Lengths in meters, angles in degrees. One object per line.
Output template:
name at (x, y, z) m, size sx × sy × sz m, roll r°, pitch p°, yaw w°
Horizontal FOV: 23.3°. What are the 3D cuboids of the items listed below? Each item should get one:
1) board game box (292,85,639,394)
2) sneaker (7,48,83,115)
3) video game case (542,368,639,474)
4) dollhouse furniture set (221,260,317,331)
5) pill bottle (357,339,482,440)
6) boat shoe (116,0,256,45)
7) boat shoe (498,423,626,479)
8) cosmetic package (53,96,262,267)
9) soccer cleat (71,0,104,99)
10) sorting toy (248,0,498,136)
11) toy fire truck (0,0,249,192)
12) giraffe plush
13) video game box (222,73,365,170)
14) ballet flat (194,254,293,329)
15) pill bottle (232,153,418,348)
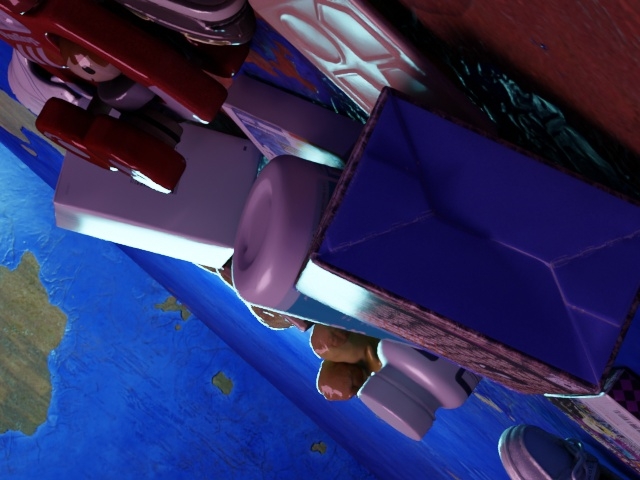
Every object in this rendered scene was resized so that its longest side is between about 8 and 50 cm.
board game box at (0.114, 0.013, 1.234) m, size 0.232 × 0.141 × 0.291 m, roll 25°, pitch 173°, yaw 0°
sneaker at (-0.305, -0.173, 2.068) m, size 0.297 × 0.111 × 0.129 m, roll 35°, pitch 163°, yaw 8°
video game case at (0.373, 0.227, 1.714) m, size 0.232 × 0.042 × 0.210 m, roll 39°, pitch 169°, yaw -4°
dollhouse furniture set at (0.000, 0.000, 1.817) m, size 0.129 × 0.129 × 0.183 m, roll 35°, pitch -154°, yaw 18°
pill bottle at (0.127, 0.114, 1.650) m, size 0.112 × 0.187 × 0.112 m, roll 36°, pitch 169°, yaw 9°
boat shoe at (-0.155, -0.237, 1.386) m, size 0.227 × 0.081 × 0.069 m, roll 29°, pitch 163°, yaw 26°
boat shoe at (0.378, 0.343, 2.045) m, size 0.320 × 0.103 × 0.118 m, roll 40°, pitch -146°, yaw 2°
cosmetic package at (-0.204, -0.065, 1.906) m, size 0.224 × 0.138 × 0.224 m, roll 15°, pitch 173°, yaw -7°
soccer cleat at (-0.303, -0.272, 1.684) m, size 0.331 × 0.116 × 0.143 m, roll 39°, pitch 160°, yaw -33°
sorting toy at (0.042, -0.150, 1.258) m, size 0.208 × 0.038 × 0.193 m, roll 46°, pitch 167°, yaw -17°
toy fire truck at (-0.232, -0.187, 1.504) m, size 0.254 × 0.169 × 0.302 m, roll 32°, pitch 173°, yaw -33°
giraffe plush at (0.105, 0.140, 1.955) m, size 0.170 × 0.181 × 0.210 m, roll 8°, pitch 145°, yaw 25°
video game box at (0.012, -0.078, 1.603) m, size 0.205 × 0.048 × 0.187 m, roll 27°, pitch 167°, yaw 45°
ballet flat at (-0.111, 0.008, 2.212) m, size 0.123 × 0.123 × 0.348 m, roll 23°, pitch 161°, yaw 52°
pill bottle at (0.059, 0.020, 1.472) m, size 0.264 × 0.146 × 0.146 m, roll 16°, pitch 175°, yaw -17°
